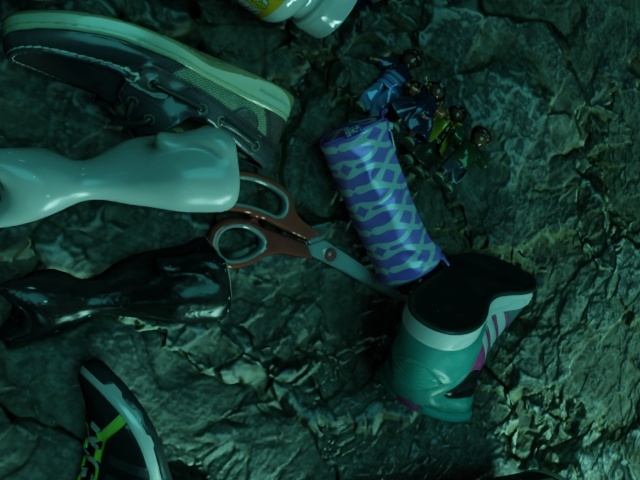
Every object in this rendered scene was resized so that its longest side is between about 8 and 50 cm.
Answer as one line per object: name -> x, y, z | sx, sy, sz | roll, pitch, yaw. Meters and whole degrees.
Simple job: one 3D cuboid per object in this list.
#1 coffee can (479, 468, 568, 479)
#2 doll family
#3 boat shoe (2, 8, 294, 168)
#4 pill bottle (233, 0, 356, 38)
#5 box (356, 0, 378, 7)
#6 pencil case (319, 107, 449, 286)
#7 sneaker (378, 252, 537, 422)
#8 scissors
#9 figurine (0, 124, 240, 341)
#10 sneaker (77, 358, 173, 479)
coffee can -> 0.188, 0.399, 0.864 | 0.275, 0.201, 0.201 | 3, 92, -31
doll family -> 0.128, -0.151, 0.860 | 0.193, 0.076, 0.111 | 46, 76, -23
boat shoe -> -0.153, -0.135, 0.675 | 0.285, 0.103, 0.092 | 12, 83, -37
pill bottle -> -0.063, -0.292, 0.705 | 0.208, 0.118, 0.117 | 27, 80, -30
box -> 0.013, -0.338, 0.785 | 0.169, 0.054, 0.059 | 36, 76, -29
pencil case -> 0.072, -0.048, 0.823 | 0.088, 0.086, 0.206 | -24, 109, 0
sneaker -> 0.169, 0.130, 0.881 | 0.296, 0.124, 0.178 | -19, 133, -53
scissors -> 0.000, 0.000, 0.823 | 0.297, 0.021, 0.109 | 14, 86, -31
figurine -> -0.186, -0.004, 0.635 | 0.210, 0.092, 0.214 | -10, 130, -25
sneaker -> -0.199, 0.232, 0.684 | 0.097, 0.084, 0.234 | -25, 106, -26
